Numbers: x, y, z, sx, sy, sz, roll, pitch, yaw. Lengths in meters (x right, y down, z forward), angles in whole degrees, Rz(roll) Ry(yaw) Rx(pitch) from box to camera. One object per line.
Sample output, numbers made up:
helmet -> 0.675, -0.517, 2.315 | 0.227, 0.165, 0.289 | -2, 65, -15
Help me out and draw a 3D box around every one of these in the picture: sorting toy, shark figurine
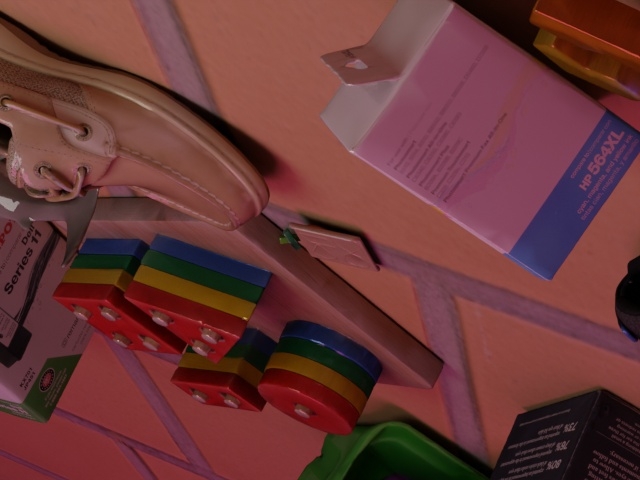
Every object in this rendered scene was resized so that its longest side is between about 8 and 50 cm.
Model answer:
sorting toy -> -0.076, 0.070, 1.471 | 0.257, 0.089, 0.255 | 40, 157, -32
sorting toy -> 0.231, -0.026, 0.800 | 0.307, 0.041, 0.229 | 25, 179, 4
shark figurine -> -0.287, -0.041, 1.370 | 0.278, 0.116, 0.166 | 31, 155, 13
sorting toy -> 0.000, 0.000, 1.308 | 0.083, 0.012, 0.062 | 13, 162, 25

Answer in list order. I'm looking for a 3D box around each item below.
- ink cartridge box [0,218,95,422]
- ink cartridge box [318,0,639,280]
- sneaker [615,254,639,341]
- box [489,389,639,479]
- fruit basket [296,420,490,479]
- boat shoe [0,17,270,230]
ink cartridge box -> -0.298, 0.053, 1.617 | 0.087, 0.153, 0.208 | 14, 158, 30
ink cartridge box -> 0.073, -0.062, 0.893 | 0.143, 0.090, 0.092 | 33, -173, -18
sneaker -> 0.255, 0.053, 1.013 | 0.121, 0.079, 0.217 | 37, 160, -31
box -> 0.190, 0.237, 1.378 | 0.108, 0.207, 0.153 | 30, 161, -10
fruit basket -> 0.149, 0.341, 1.665 | 0.392, 0.283, 0.392 | 34, 177, 2
boat shoe -> -0.183, -0.072, 1.226 | 0.302, 0.098, 0.109 | 28, 161, -3
